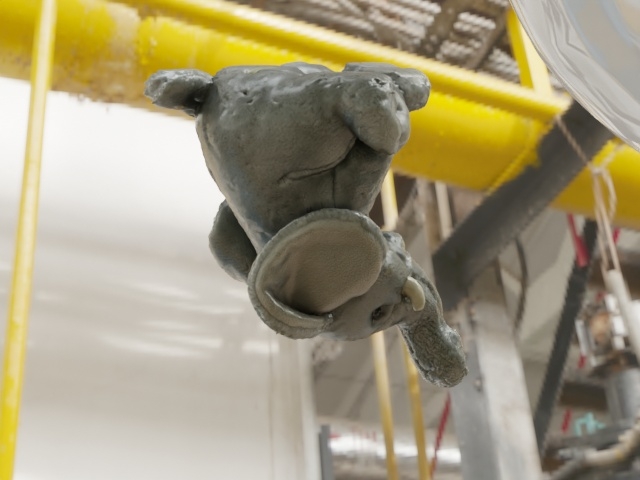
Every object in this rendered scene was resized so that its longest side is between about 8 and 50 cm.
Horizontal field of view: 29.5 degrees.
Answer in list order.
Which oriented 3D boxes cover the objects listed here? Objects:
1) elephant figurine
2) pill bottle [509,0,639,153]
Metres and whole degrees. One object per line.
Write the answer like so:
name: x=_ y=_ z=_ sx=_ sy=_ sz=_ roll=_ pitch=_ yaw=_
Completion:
elephant figurine: x=0.000 y=0.000 z=0.842 sx=0.186 sy=0.239 sz=0.169 roll=6 pitch=14 yaw=20
pill bottle: x=0.211 y=-0.166 z=0.391 sx=0.323 sy=0.181 sz=0.181 roll=-44 pitch=-26 yaw=-23
